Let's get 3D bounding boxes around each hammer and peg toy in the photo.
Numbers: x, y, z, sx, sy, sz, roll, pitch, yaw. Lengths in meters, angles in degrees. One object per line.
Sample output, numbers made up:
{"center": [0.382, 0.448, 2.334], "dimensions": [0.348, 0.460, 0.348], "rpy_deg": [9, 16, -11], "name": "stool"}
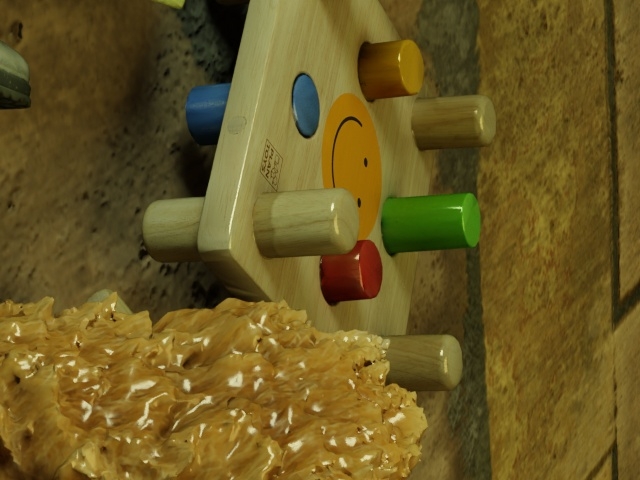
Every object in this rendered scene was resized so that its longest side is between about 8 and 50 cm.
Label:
{"center": [0.000, 0.000, 0.999], "dimensions": [0.266, 0.127, 0.361], "rpy_deg": [52, 42, -52], "name": "hammer and peg toy"}

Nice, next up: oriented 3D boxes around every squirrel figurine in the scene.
{"center": [-0.082, 0.203, 0.701], "dimensions": [0.281, 0.370, 0.397], "rpy_deg": [33, 68, -58], "name": "squirrel figurine"}

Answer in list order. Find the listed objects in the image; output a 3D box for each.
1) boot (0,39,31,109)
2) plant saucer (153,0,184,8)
{"center": [-0.197, -0.156, 0.719], "dimensions": [0.246, 0.083, 0.161], "rpy_deg": [29, 66, -61], "name": "boot"}
{"center": [-0.123, -0.222, 0.836], "dimensions": [0.188, 0.045, 0.188], "rpy_deg": [0, 93, -70], "name": "plant saucer"}
